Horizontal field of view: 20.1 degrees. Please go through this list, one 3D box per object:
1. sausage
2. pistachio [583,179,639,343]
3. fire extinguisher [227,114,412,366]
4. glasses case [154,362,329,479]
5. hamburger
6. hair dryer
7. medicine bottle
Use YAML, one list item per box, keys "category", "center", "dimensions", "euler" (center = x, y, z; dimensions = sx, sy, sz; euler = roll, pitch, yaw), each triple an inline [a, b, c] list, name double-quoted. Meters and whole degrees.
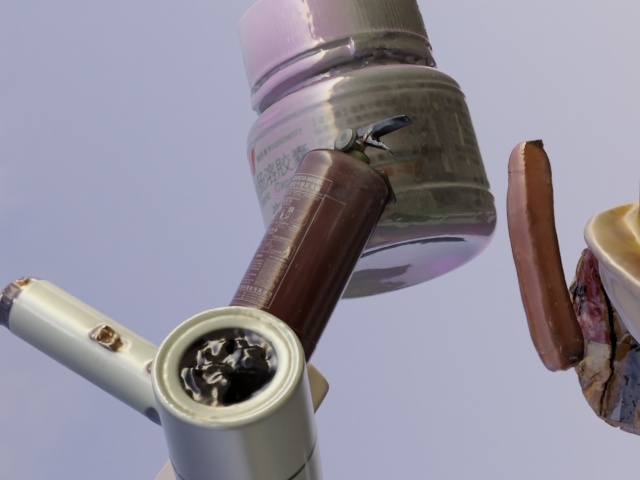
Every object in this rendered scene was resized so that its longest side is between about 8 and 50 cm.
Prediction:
- category: "sausage"
  center: [0.169, 0.012, 1.366]
  dimensions: [0.047, 0.040, 0.177]
  euler: [-9, -94, -22]
- category: "pistachio"
  center: [0.299, 0.037, 0.950]
  dimensions: [0.308, 0.230, 0.230]
  euler: [34, -151, -2]
- category: "fire extinguisher"
  center: [0.000, 0.000, 1.701]
  dimensions: [0.105, 0.104, 0.269]
  euler: [43, -111, -51]
- category: "glasses case"
  center: [-0.106, 0.241, 1.873]
  dimensions: [0.076, 0.144, 0.336]
  euler: [46, -145, -7]
- category: "hamburger"
  center: [0.307, 0.062, 1.435]
  dimensions: [0.231, 0.231, 0.107]
  euler: [69, -154, -11]
- category: "hair dryer"
  center: [-0.158, 0.115, 1.573]
  dimensions: [0.128, 0.362, 0.203]
  euler: [-45, -32, -28]
- category: "medicine bottle"
  center: [0.040, -0.111, 1.906]
  dimensions: [0.241, 0.241, 0.302]
  euler: [20, -128, -63]
